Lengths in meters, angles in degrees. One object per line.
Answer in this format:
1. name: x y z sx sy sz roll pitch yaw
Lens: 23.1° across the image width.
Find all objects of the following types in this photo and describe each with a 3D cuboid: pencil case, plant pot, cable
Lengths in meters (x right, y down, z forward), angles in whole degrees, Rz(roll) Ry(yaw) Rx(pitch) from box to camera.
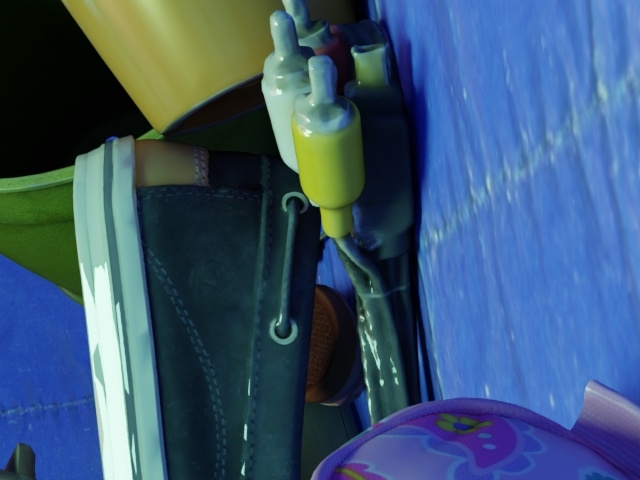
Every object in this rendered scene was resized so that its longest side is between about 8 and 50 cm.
1. pencil case: 0.038 0.183 0.490 0.124 0.124 0.284 -110 26 -60
2. plant pot: -0.072 -0.169 0.893 0.205 0.205 0.188 142 104 -82
3. cable: 0.013 0.001 0.827 0.139 0.072 0.287 -101 5 -59
4. plant pot: -0.174 -0.112 1.262 0.353 0.366 0.366 71 -174 -60

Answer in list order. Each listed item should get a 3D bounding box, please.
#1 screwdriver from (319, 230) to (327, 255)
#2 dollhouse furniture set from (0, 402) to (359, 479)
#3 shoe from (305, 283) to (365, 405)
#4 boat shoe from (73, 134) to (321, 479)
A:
1. screwdriver: 0.000 0.000 1.187 0.170 0.025 0.024 150 113 -73
2. dollhouse furniture set: -0.125 0.267 1.194 0.394 0.362 0.256 -63 20 21
3. shoe: 0.006 0.069 1.071 0.219 0.058 0.077 -161 84 -78
4. boat shoe: -0.036 0.183 0.896 0.187 0.156 0.500 -176 79 -83
